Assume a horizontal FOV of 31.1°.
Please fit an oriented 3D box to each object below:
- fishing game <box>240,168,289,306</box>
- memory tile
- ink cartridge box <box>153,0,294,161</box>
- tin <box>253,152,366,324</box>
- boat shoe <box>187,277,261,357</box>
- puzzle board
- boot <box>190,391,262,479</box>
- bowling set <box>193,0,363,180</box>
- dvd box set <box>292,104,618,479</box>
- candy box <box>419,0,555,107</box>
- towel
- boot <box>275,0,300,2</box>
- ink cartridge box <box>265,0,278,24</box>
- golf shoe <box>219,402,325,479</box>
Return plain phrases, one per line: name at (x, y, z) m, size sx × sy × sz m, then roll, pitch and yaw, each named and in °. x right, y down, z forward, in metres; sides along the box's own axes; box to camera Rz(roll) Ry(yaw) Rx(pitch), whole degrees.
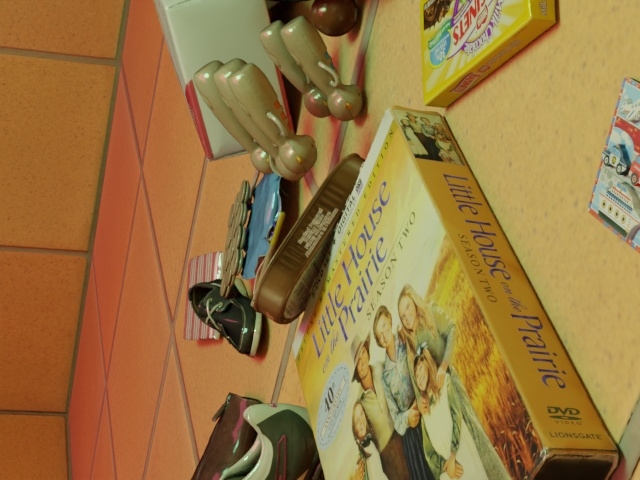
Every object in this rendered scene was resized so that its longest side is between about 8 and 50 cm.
fishing game at (-0.068, -0.037, 1.533) m, size 0.264 × 0.041 × 0.189 m, roll -110°, pitch 36°, yaw -67°
memory tile at (-0.118, -0.002, 1.607) m, size 0.113 × 0.012 × 0.148 m, roll 122°, pitch 156°, yaw -58°
ink cartridge box at (-0.144, -0.277, 1.573) m, size 0.306 × 0.131 × 0.226 m, roll -120°, pitch 14°, yaw -59°
tin at (0.000, 0.000, 1.154) m, size 0.189 × 0.040 × 0.106 m, roll -57°, pitch -11°, yaw -7°
boat shoe at (-0.136, 0.110, 1.646) m, size 0.233 × 0.079 × 0.084 m, roll -140°, pitch 58°, yaw -67°
puzzle board at (0.206, -0.039, 0.712) m, size 0.128 × 0.011 × 0.096 m, roll -122°, pitch 40°, yaw -63°
boot at (-0.139, 0.322, 1.637) m, size 0.248 × 0.090 × 0.206 m, roll 155°, pitch 130°, yaw -72°
bowling set at (-0.011, -0.170, 1.283) m, size 0.154 × 0.200 × 0.287 m, roll 55°, pitch 176°, yaw -17°
dvd box set at (0.080, 0.124, 0.959) m, size 0.420 × 0.062 × 0.307 m, roll -107°, pitch 32°, yaw -50°
candy box at (0.134, -0.191, 0.954) m, size 0.206 × 0.027 × 0.105 m, roll 145°, pitch 124°, yaw -68°
towel at (-0.188, 0.094, 1.903) m, size 0.197 × 0.029 × 0.144 m, roll 167°, pitch 107°, yaw -69°
boot at (-0.021, -0.484, 1.301) m, size 0.367 × 0.146 × 0.445 m, roll 176°, pitch 100°, yaw -72°
ink cartridge box at (-0.102, -0.485, 1.611) m, size 0.324 × 0.071 × 0.330 m, roll -106°, pitch -5°, yaw -47°
golf shoe at (-0.065, 0.298, 1.209) m, size 0.272 × 0.120 × 0.105 m, roll -70°, pitch 19°, yaw 1°
